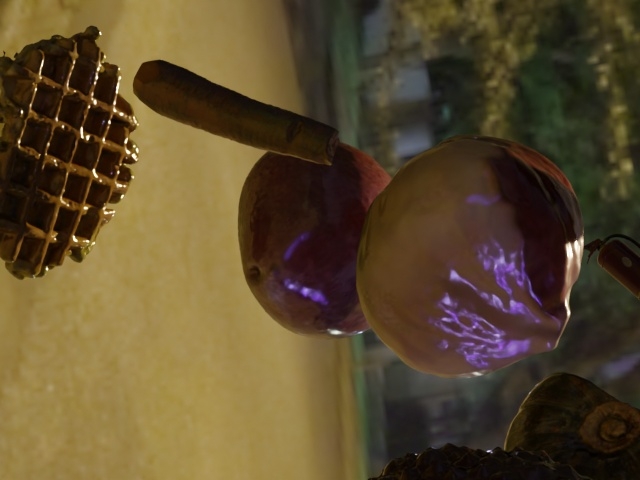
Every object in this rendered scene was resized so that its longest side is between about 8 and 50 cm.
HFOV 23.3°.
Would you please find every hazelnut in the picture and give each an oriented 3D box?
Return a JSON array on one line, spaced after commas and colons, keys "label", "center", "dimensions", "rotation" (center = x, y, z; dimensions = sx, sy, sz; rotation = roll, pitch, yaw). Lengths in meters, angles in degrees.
[{"label": "hazelnut", "center": [0.158, 0.018, 1.574], "dimensions": [0.241, 0.261, 0.261], "rotation": [43, -2, 12]}]

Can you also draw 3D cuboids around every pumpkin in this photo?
[{"label": "pumpkin", "center": [0.347, 0.326, 1.894], "dimensions": [0.325, 0.232, 0.242], "rotation": [25, -19, 52]}]

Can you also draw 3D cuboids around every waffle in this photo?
[{"label": "waffle", "center": [-0.324, -0.106, 1.881], "dimensions": [0.300, 0.058, 0.281], "rotation": [-62, 142, -24]}]

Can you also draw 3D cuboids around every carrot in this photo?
[{"label": "carrot", "center": [-0.062, -0.095, 1.164], "dimensions": [0.042, 0.171, 0.042], "rotation": [20, 90, -73]}]

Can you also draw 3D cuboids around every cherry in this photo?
[{"label": "cherry", "center": [0.000, 0.000, 1.951], "dimensions": [0.307, 0.221, 0.261], "rotation": [-37, 109, -71]}]

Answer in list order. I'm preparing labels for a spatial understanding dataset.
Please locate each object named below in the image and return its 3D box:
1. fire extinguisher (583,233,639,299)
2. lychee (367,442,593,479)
[{"label": "fire extinguisher", "center": [0.343, 0.036, 1.685], "dimensions": [0.132, 0.056, 0.039], "rotation": [44, -6, 26]}, {"label": "lychee", "center": [0.096, 0.248, 0.904], "dimensions": [0.236, 0.236, 0.271], "rotation": [74, 25, -48]}]
